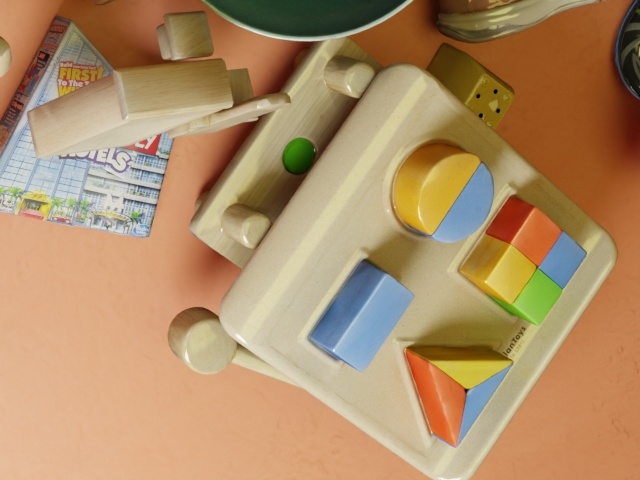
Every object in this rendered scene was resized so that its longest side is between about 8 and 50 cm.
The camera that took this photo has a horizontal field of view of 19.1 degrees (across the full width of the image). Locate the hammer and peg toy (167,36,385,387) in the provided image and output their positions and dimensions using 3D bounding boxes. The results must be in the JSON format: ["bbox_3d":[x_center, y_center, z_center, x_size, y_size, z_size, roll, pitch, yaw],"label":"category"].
[{"bbox_3d":[0.000,0.000,1.949,0.266,0.127,0.361,36,85,-29],"label":"hammer and peg toy"}]

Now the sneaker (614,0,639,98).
[{"bbox_3d":[0.382,-0.245,2.099,0.067,0.078,0.188,15,97,-28],"label":"sneaker"}]

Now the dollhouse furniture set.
[{"bbox_3d":[-0.194,-0.271,1.729,0.303,0.174,0.356,-10,87,-40],"label":"dollhouse furniture set"}]

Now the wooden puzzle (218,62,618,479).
[{"bbox_3d":[0.117,0.045,1.899,0.348,0.080,0.322,37,85,-29],"label":"wooden puzzle"}]

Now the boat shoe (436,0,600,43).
[{"bbox_3d":[0.263,-0.309,2.007,0.324,0.123,0.116,-23,108,-21],"label":"boat shoe"}]

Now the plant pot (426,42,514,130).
[{"bbox_3d":[0.157,-0.150,2.012,0.081,0.083,0.081,33,87,-28],"label":"plant pot"}]

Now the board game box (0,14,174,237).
[{"bbox_3d":[-0.228,-0.112,1.852,0.194,0.060,0.194,12,97,-27],"label":"board game box"}]

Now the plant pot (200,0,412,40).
[{"bbox_3d":[-0.014,-0.349,1.785,0.290,0.195,0.290,0,107,-1],"label":"plant pot"}]
